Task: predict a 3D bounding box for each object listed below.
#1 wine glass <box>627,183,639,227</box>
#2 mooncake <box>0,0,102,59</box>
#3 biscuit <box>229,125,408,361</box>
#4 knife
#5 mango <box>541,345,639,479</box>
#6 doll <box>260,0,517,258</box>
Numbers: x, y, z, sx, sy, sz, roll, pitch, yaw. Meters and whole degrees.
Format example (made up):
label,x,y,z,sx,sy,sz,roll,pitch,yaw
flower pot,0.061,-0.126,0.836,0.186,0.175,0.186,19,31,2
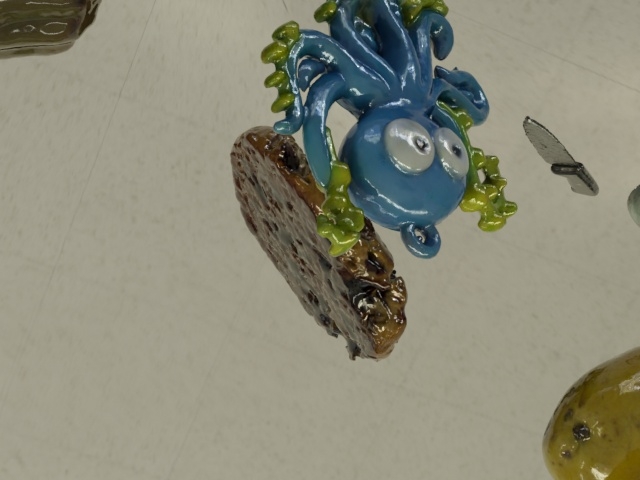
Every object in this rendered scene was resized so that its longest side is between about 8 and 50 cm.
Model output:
label,x,y,z,sx,sy,sz,roll,pitch,yaw
wine glass,0.442,-0.010,1.422,0.072,0.155,0.072,-2,125,-3
mooncake,-0.296,-0.308,1.020,0.161,0.290,0.290,-7,112,-22
biscuit,0.001,-0.001,1.409,0.081,0.289,0.334,-33,86,-19
knife,0.141,-0.048,0.662,0.023,0.170,0.010,9,83,24
mango,0.274,0.148,0.950,0.195,0.098,0.137,-25,136,-24
doll,0.090,-0.138,1.157,0.346,0.341,0.099,9,157,-44
